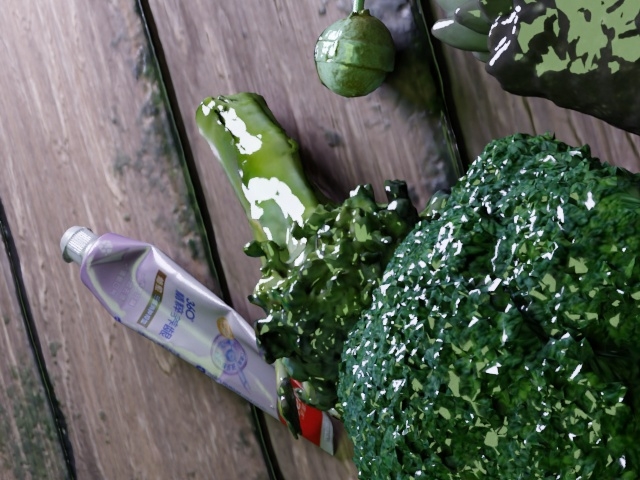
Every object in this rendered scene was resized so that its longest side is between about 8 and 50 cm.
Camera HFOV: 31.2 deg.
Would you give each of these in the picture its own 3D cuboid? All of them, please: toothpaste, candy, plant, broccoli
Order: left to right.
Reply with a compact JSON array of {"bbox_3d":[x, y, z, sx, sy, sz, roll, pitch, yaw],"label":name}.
[{"bbox_3d":[-0.105,0.072,0.944,0.301,0.048,0.075,33,125,25],"label":"toothpaste"},{"bbox_3d":[0.007,0.016,0.826,0.275,0.177,0.198,49,165,50],"label":"broccoli"},{"bbox_3d":[0.030,-0.200,0.796,0.061,0.061,0.202,10,98,34],"label":"candy"},{"bbox_3d":[0.138,0.105,0.580,0.308,0.275,0.308,-11,75,50],"label":"broccoli"},{"bbox_3d":[0.158,-0.140,0.661,0.194,0.132,0.129,30,113,22],"label":"plant"}]
